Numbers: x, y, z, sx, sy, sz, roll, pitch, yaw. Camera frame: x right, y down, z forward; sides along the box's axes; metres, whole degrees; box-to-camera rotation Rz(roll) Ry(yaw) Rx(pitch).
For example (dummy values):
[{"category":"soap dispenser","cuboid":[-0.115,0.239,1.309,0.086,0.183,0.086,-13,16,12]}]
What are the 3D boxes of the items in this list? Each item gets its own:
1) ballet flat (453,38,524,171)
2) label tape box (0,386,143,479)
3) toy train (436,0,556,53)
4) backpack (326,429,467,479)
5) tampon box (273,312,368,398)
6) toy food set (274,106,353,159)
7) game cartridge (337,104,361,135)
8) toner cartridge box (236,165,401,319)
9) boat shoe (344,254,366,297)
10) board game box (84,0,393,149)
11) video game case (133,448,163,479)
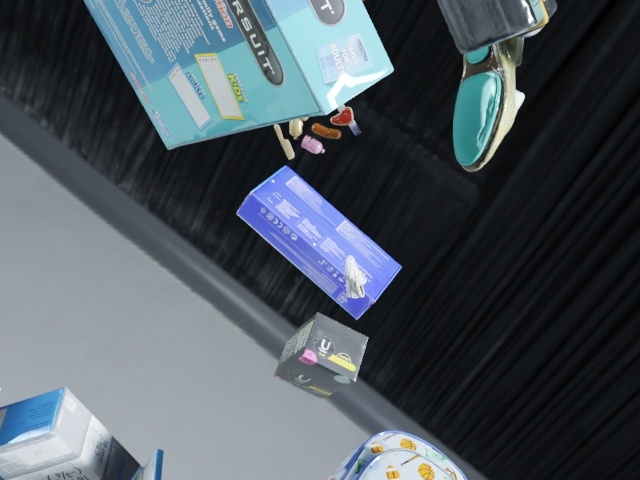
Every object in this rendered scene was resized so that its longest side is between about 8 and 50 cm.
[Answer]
[{"category":"ballet flat","cuboid":[0.305,-0.291,1.447,0.123,0.123,0.349,3,86,-31]},{"category":"label tape box","cuboid":[-0.499,0.440,1.563,0.106,0.240,0.334,-92,158,-49]},{"category":"toy train","cuboid":[0.173,-0.376,0.942,0.334,0.142,0.190,63,37,-18]},{"category":"backpack","cuboid":[0.114,0.439,1.316,0.276,0.213,0.263,39,46,-1]},{"category":"tampon box","cuboid":[0.000,0.235,1.662,0.120,0.161,0.101,27,59,-12]},{"category":"toy food set","cuboid":[-0.002,-0.167,1.198,0.078,0.122,0.019,66,14,2]},{"category":"game cartridge","cuboid":[0.053,-0.223,1.524,0.056,0.017,0.083,54,5,18]},{"category":"toner cartridge box","cuboid":[0.000,0.000,1.798,0.348,0.075,0.165,42,36,3]},{"category":"boat shoe","cuboid":[0.062,0.063,1.418,0.035,0.100,0.035,4,44,11]},{"category":"board game box","cuboid":[-0.109,-0.220,0.723,0.079,0.336,0.254,-36,108,-25]},{"category":"video game case","cuboid":[-0.320,0.461,1.450,0.015,0.166,0.119,23,34,-23]}]
